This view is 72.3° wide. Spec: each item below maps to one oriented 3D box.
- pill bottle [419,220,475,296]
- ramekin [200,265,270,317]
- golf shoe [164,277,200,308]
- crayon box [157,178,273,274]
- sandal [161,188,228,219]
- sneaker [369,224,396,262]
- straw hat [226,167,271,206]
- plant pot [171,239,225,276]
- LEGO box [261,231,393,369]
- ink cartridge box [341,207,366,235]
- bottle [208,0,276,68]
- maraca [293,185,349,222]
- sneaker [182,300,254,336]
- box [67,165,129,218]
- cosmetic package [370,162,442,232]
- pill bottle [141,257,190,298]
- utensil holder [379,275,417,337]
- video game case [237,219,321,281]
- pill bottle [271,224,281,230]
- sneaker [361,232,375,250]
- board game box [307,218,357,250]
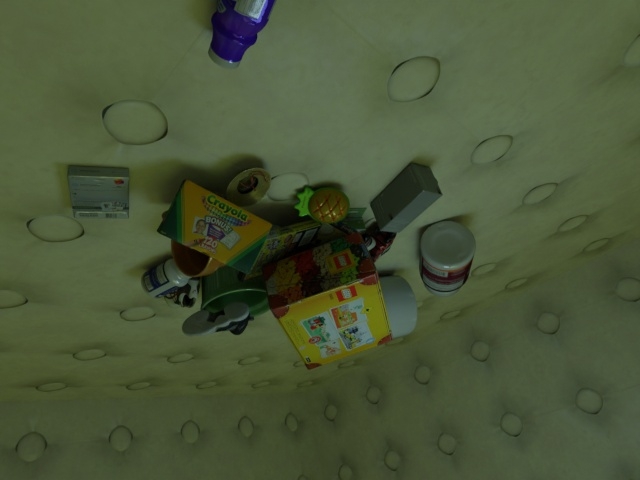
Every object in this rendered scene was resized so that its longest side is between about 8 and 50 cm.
[{"bbox_3d":[0.556,0.099,1.953,0.224,0.224,0.392,-17,151,3],"label":"pill bottle"},{"bbox_3d":[-0.340,0.204,1.787,0.304,0.148,0.303,-11,150,-7],"label":"ramekin"},{"bbox_3d":[-0.558,0.225,1.753,0.105,0.120,0.273,3,147,-33],"label":"golf shoe"},{"bbox_3d":[-0.299,-0.036,1.254,0.279,0.165,0.081,28,173,-22],"label":"crayon box"},{"bbox_3d":[-0.355,-0.115,1.302,0.240,0.088,0.079,-16,128,-14],"label":"sandal"},{"bbox_3d":[0.204,0.043,1.757,0.276,0.098,0.135,-48,165,4],"label":"sneaker"},{"bbox_3d":[-0.218,-0.172,1.289,0.145,0.061,0.144,-22,145,-17],"label":"straw hat"},{"bbox_3d":[-0.347,0.009,1.428,0.205,0.205,0.188,-36,161,32],"label":"plant pot"},{"bbox_3d":[0.044,0.248,1.646,0.373,0.193,0.500,-20,138,0],"label":"LEGO box"},{"bbox_3d":[0.103,-0.037,1.669,0.109,0.062,0.209,-3,148,-20],"label":"ink cartridge box"},{"bbox_3d":[-0.134,-0.449,0.800,0.092,0.118,0.283,2,147,-32],"label":"bottle"},{"bbox_3d":[0.006,-0.118,1.451,0.186,0.099,0.127,8,111,-13],"label":"maraca"},{"bbox_3d":[-0.393,0.330,1.719,0.269,0.101,0.153,-18,148,0],"label":"sneaker"},{"bbox_3d":[-0.606,-0.128,1.207,0.145,0.038,0.186,-1,149,-24],"label":"box"},{"bbox_3d":[0.293,-0.142,1.517,0.107,0.127,0.238,4,144,-32],"label":"cosmetic package"},{"bbox_3d":[-0.547,0.128,1.597,0.187,0.112,0.112,-26,149,18],"label":"pill bottle"},{"bbox_3d":[0.223,0.338,2.108,0.386,0.327,0.327,-5,149,-20],"label":"utensil holder"},{"bbox_3d":[-0.147,0.036,1.526,0.248,0.035,0.275,-17,155,-32],"label":"video game case"},{"bbox_3d":[-0.171,-0.003,1.594,0.067,0.067,0.120,-5,149,-17],"label":"pill bottle"},{"bbox_3d":[0.117,0.025,1.657,0.178,0.072,0.077,-36,143,3],"label":"sneaker"},{"bbox_3d":[0.000,0.000,1.626,0.165,0.042,0.243,28,139,-21],"label":"board game box"}]
